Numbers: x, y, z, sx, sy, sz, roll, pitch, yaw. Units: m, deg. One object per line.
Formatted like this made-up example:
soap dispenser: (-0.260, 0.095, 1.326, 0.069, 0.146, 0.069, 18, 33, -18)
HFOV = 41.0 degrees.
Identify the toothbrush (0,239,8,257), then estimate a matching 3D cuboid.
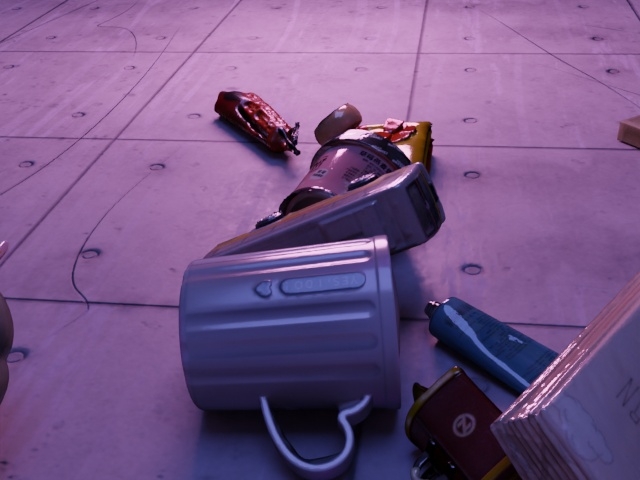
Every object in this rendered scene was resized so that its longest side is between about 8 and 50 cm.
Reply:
toothbrush: (-0.439, 0.065, 1.044, 0.024, 0.018, 0.257, -3, 29, 5)

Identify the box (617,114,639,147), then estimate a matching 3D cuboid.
box: (0.534, -0.174, 1.371, 0.083, 0.035, 0.079, -18, 33, -26)

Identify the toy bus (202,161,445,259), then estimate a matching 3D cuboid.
toy bus: (0.000, 0.000, 0.949, 0.268, 0.092, 0.106, -21, 10, 18)

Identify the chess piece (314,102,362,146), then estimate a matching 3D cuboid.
chess piece: (0.028, -0.185, 1.387, 0.038, 0.083, 0.084, 50, 47, 7)

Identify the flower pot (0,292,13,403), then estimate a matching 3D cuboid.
flower pot: (-0.403, 0.099, 0.765, 0.246, 0.246, 0.195, -14, 33, -20)

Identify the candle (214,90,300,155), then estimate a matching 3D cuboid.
candle: (-0.102, -0.199, 1.447, 0.084, 0.059, 0.301, -25, 33, -13)

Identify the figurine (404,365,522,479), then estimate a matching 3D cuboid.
figurine: (0.118, 0.183, 0.748, 0.098, 0.082, 0.154, -34, 36, -9)

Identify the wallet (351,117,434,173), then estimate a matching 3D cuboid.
wallet: (0.093, -0.114, 1.272, 0.141, 0.067, 0.241, 1, 30, 10)

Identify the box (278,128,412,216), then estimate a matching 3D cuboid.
box: (0.031, -0.042, 1.075, 0.151, 0.151, 0.135, 14, 42, 27)

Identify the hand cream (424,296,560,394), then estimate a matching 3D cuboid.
hand cream: (0.200, 0.119, 0.882, 0.083, 0.048, 0.224, -28, 44, -36)

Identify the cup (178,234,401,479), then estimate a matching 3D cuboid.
cup: (-0.025, 0.097, 0.809, 0.202, 0.166, 0.221, -4, 27, 3)

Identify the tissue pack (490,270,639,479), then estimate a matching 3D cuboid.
tissue pack: (0.292, 0.133, 0.728, 0.325, 0.170, 0.071, -31, -2, -41)
